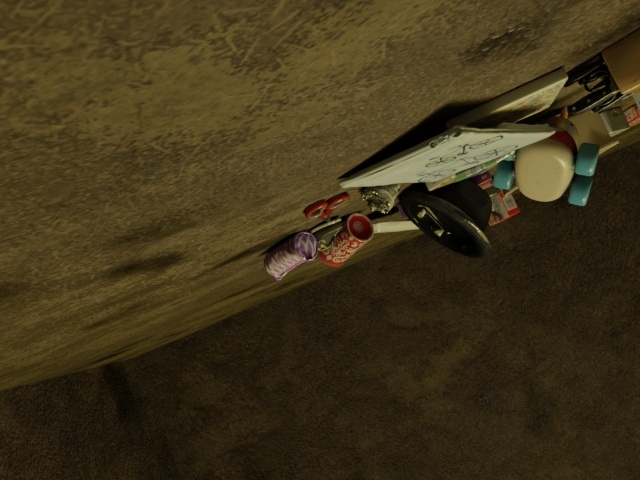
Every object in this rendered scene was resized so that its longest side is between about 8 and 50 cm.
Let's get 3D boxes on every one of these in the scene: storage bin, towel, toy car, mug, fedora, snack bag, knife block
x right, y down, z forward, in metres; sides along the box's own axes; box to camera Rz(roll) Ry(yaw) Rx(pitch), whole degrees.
[{"bbox_3d":[0.638,-0.244,1.806,0.262,0.123,0.260,-23,173,-1],"label":"storage bin"},{"bbox_3d":[0.368,-0.202,1.441,0.152,0.023,0.113,-27,-149,38],"label":"towel"},{"bbox_3d":[0.555,-0.236,1.538,0.219,0.238,0.210,15,150,22],"label":"toy car"},{"bbox_3d":[0.074,-0.022,1.874,0.113,0.150,0.169,20,149,-21],"label":"mug"},{"bbox_3d":[0.387,-0.089,1.845,0.152,0.334,0.334,-57,179,-10],"label":"fedora"},{"bbox_3d":[0.243,-0.169,1.282,0.343,0.037,0.323,-9,173,-42],"label":"snack bag"},{"bbox_3d":[0.561,-0.317,1.131,0.242,0.088,0.275,-24,174,0],"label":"knife block"}]

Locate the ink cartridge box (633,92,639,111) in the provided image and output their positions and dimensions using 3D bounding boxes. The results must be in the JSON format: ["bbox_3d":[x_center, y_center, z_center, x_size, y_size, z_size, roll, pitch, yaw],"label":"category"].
[{"bbox_3d":[0.853,-0.325,1.533,0.087,0.208,0.153,-18,171,-16],"label":"ink cartridge box"}]

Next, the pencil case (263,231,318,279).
[{"bbox_3d":[-0.086,0.045,1.801,0.086,0.088,0.206,4,159,-29],"label":"pencil case"}]

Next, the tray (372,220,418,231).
[{"bbox_3d":[0.222,-0.043,2.086,0.270,0.030,0.145,-5,179,-45],"label":"tray"}]

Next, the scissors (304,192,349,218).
[{"bbox_3d":[0.000,-0.062,1.565,0.109,0.021,0.297,-24,175,-12],"label":"scissors"}]

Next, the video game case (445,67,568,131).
[{"bbox_3d":[0.352,-0.247,1.250,0.227,0.026,0.206,-24,173,9],"label":"video game case"}]

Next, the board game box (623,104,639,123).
[{"bbox_3d":[1.063,-0.423,2.140,0.147,0.045,0.193,-23,173,-4],"label":"board game box"}]

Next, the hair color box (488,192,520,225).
[{"bbox_3d":[0.668,-0.120,2.399,0.053,0.093,0.167,-22,172,-11],"label":"hair color box"}]

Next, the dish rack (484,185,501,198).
[{"bbox_3d":[0.616,-0.174,2.490,0.333,0.072,0.285,-19,171,-32],"label":"dish rack"}]

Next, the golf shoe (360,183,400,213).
[{"bbox_3d":[0.145,-0.111,1.448,0.086,0.069,0.176,-36,-169,-2],"label":"golf shoe"}]

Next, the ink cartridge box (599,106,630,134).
[{"bbox_3d":[0.837,-0.333,1.979,0.127,0.072,0.175,-17,171,-39],"label":"ink cartridge box"}]

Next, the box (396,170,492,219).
[{"bbox_3d":[0.402,-0.147,2.043,0.293,0.057,0.201,-25,173,16],"label":"box"}]

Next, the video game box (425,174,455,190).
[{"bbox_3d":[0.399,-0.203,1.662,0.205,0.048,0.187,-19,170,-29],"label":"video game box"}]

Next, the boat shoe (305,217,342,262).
[{"bbox_3d":[0.000,0.000,1.815,0.081,0.068,0.228,-18,172,-34],"label":"boat shoe"}]
